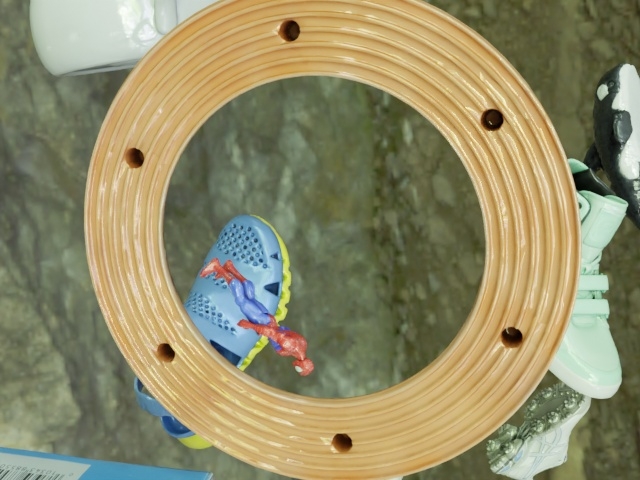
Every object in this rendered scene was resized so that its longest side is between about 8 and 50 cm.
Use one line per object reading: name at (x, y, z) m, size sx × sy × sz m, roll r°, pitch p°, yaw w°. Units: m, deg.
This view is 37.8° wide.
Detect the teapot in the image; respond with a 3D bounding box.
teapot at (-0.214, -0.293, 1.050) m, size 0.252 × 0.256 × 0.187 m, roll -33°, pitch -64°, yaw -65°

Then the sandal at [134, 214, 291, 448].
sandal at (-0.140, 0.115, 1.193) m, size 0.138 × 0.126 × 0.317 m, roll 21°, pitch -93°, yaw -55°

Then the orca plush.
orca plush at (0.438, -0.105, 1.361) m, size 0.102 × 0.151 × 0.287 m, roll -17°, pitch 96°, yaw 41°

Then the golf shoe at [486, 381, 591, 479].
golf shoe at (0.300, 0.253, 1.222) m, size 0.176 × 0.086 × 0.069 m, roll -48°, pitch 20°, yaw 31°

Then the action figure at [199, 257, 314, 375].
action figure at (-0.045, 0.061, 0.716) m, size 0.115 × 0.030 × 0.038 m, roll 42°, pitch -173°, yaw 22°

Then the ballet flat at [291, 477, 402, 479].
ballet flat at (0.061, 0.295, 1.208) m, size 0.074 × 0.203 × 0.074 m, roll 24°, pitch 119°, yaw 57°

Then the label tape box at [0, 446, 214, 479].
label tape box at (-0.223, 0.390, 0.933) m, size 0.115 × 0.249 × 0.347 m, roll -53°, pitch -37°, yaw -65°

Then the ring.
ring at (0.000, 0.000, 0.623) m, size 0.032 × 0.337 × 0.336 m, roll -41°, pitch -54°, yaw -70°

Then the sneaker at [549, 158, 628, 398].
sneaker at (0.282, 0.033, 1.014) m, size 0.151 × 0.094 × 0.255 m, roll -54°, pitch 45°, yaw 47°
